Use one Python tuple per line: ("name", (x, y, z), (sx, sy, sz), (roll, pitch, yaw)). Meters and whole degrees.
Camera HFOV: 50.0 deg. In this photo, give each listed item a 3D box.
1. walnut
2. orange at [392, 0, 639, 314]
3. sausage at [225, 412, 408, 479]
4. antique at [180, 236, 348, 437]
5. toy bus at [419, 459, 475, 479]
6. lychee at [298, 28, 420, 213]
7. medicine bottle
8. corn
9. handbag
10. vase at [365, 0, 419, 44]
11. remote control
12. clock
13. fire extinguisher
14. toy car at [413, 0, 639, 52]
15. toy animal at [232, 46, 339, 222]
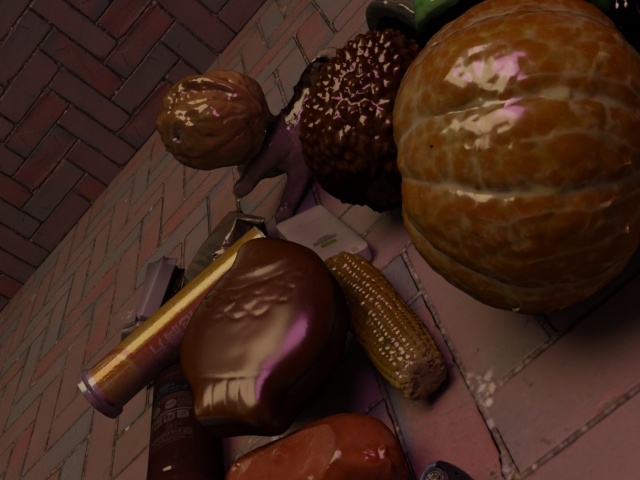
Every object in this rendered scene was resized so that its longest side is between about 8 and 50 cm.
("walnut", (-0.203, -0.226, 1.307), (0.245, 0.198, 0.198), (-5, 52, 38))
("orange", (0.201, -0.085, 0.706), (0.249, 0.329, 0.329), (-5, 47, 17))
("sausage", (-0.010, 0.287, 0.813), (0.258, 0.133, 0.133), (-34, 33, 28))
("antique", (-0.072, 0.126, 0.904), (0.224, 0.129, 0.278), (-11, 49, 20))
("toy bus", (0.113, 0.302, 0.658), (0.076, 0.073, 0.167), (-34, 33, 37))
("lychee", (0.094, -0.183, 1.044), (0.267, 0.267, 0.267), (-38, 31, 27))
("medicine bottle", (-0.250, 0.141, 1.257), (0.426, 0.108, 0.108), (-42, 27, -2))
("corn", (0.075, 0.102, 0.939), (0.097, 0.097, 0.320), (-50, 30, 7))
("handbag", (-0.193, 0.053, 1.391), (0.182, 0.117, 0.270), (2, 65, 65))
("vase", (0.258, -0.385, 1.107), (0.291, 0.245, 0.245), (-45, 27, -4))
("remote control", (0.000, 0.000, 1.198), (0.103, 0.034, 0.250), (-27, 25, -11))
("clock", (-0.356, 0.172, 1.446), (0.253, 0.083, 0.186), (112, 172, -48))
("fire extinguisher", (-0.218, 0.301, 1.143), (0.135, 0.114, 0.337), (-31, 32, 8))
("toy car", (0.292, -0.306, 0.882), (0.213, 0.359, 0.176), (-16, 72, 56))
("toy animal", (-0.047, -0.244, 1.444), (0.344, 0.194, 0.302), (-39, 36, 21))
